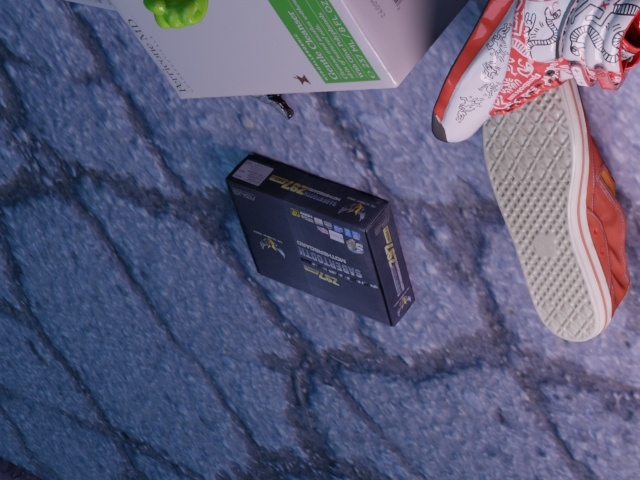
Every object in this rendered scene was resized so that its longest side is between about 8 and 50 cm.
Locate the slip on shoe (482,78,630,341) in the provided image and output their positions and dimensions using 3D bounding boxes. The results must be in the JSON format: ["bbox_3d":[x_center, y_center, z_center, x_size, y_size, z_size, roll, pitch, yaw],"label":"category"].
[{"bbox_3d":[0.251,-0.058,1.745,0.123,0.101,0.331,5,121,42],"label":"slip on shoe"}]

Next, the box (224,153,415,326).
[{"bbox_3d":[0.000,0.000,2.170,0.233,0.059,0.183,22,146,32],"label":"box"}]

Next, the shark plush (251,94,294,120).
[{"bbox_3d":[-0.094,-0.209,2.043,0.161,0.073,0.067,25,174,-12],"label":"shark plush"}]

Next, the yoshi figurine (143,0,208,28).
[{"bbox_3d":[-0.178,-0.313,1.599,0.203,0.203,0.362,20,164,-34],"label":"yoshi figurine"}]

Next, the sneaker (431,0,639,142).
[{"bbox_3d":[0.212,-0.164,1.598,0.145,0.090,0.270,34,131,10],"label":"sneaker"}]

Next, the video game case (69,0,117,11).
[{"bbox_3d":[-0.299,-0.402,2.015,0.329,0.036,0.300,16,142,38],"label":"video game case"}]

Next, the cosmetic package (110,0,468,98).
[{"bbox_3d":[-0.048,-0.270,1.764,0.365,0.155,0.197,0,134,50],"label":"cosmetic package"}]
